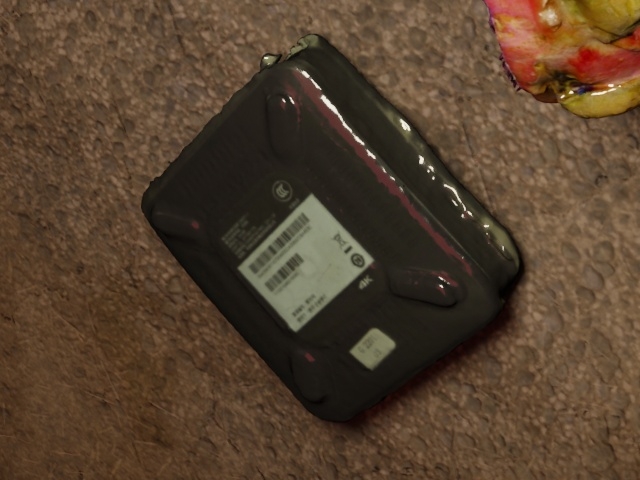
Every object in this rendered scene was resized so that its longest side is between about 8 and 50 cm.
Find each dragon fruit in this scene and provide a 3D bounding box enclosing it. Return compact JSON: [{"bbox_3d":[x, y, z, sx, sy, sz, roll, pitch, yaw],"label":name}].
[{"bbox_3d":[0.273,-0.244,1.358,0.263,0.314,0.296,-5,123,21],"label":"dragon fruit"}]

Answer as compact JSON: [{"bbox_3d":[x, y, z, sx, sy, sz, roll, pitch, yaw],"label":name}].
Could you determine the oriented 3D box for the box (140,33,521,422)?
[{"bbox_3d":[0.000,0.000,1.834,0.350,0.091,0.359,49,136,2],"label":"box"}]
